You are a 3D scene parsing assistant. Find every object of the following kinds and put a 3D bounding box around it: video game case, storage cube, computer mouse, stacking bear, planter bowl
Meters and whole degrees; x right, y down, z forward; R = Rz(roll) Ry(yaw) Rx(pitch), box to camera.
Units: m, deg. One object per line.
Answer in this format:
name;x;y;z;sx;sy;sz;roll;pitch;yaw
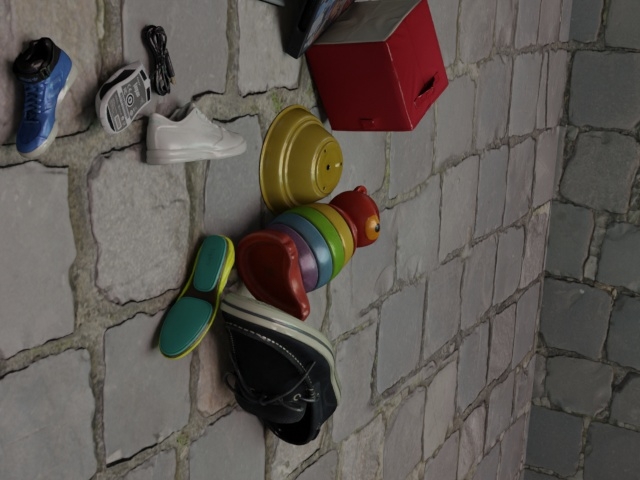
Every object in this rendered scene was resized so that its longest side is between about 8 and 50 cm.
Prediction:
video game case;0.047;-0.488;1.720;0.275;0.035;0.248;-53;175;-39
storage cube;0.109;-0.339;1.840;0.184;0.214;0.193;-52;135;-38
computer mouse;-0.275;-0.224;1.373;0.193;0.042;0.106;-56;149;-44
stacking bear;0.000;0.000;1.753;0.289;0.164;0.175;-32;121;-37
planter bowl;-0.018;-0.143;1.800;0.217;0.090;0.217;-30;126;-54

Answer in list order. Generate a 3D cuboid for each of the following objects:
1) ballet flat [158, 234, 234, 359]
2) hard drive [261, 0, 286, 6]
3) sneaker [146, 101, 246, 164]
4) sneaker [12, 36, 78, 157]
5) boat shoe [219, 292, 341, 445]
ballet flat;-0.198;0.101;1.594;0.077;0.077;0.231;69;38;-65
hard drive;-0.098;-0.456;1.618;0.135;0.022;0.094;-5;104;-60
sneaker;-0.192;-0.173;1.508;0.212;0.080;0.094;-15;101;-57
sneaker;-0.364;-0.186;1.206;0.084;0.058;0.152;56;48;-59
boat shoe;-0.074;0.246;1.727;0.156;0.186;0.500;-61;157;-21
